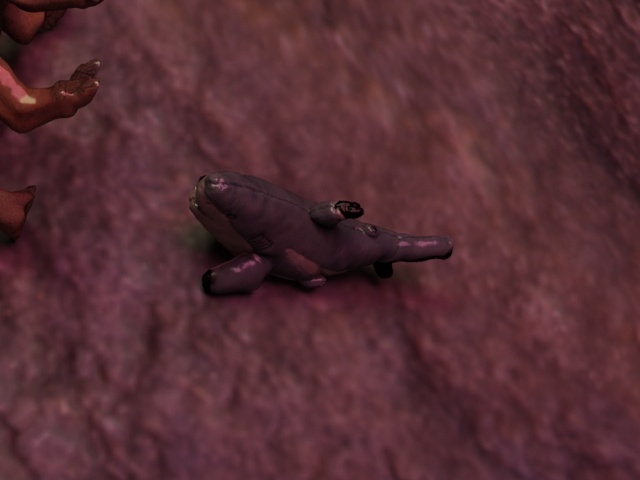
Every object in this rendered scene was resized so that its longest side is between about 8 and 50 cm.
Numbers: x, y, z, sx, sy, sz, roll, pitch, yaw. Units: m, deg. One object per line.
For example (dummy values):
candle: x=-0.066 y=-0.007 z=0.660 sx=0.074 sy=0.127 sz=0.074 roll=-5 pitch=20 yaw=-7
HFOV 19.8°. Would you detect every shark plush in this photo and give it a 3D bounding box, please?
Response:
shark plush: x=0.000 y=0.000 z=1.015 sx=0.161 sy=0.067 sz=0.073 roll=21 pitch=53 yaw=-17

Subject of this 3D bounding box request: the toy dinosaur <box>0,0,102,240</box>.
toy dinosaur: x=-0.220 y=-0.116 z=0.932 sx=0.200 sy=0.127 sz=0.295 roll=18 pitch=58 yaw=-19
